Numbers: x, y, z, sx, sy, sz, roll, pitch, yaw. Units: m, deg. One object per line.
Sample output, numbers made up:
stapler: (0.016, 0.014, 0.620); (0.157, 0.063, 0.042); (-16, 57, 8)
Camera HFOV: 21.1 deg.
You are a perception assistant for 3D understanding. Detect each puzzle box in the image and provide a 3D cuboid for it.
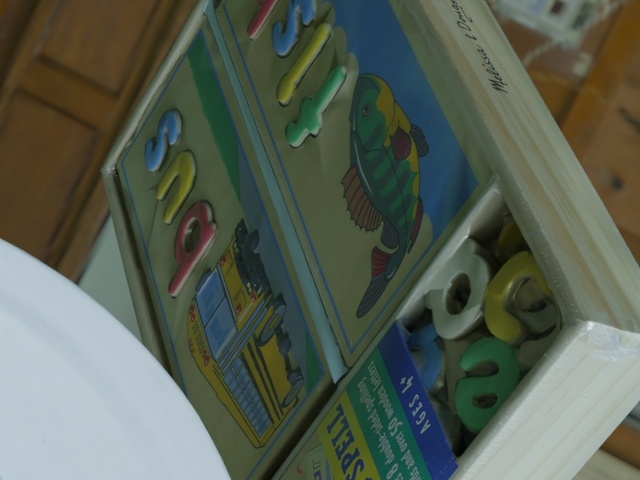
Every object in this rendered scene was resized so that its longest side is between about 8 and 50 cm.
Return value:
puzzle box: (0.000, 0.000, 0.837); (0.272, 0.052, 0.409); (-57, -145, 29)

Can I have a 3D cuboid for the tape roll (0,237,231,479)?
tape roll: (-0.165, 0.125, 0.513); (0.286, 0.286, 0.100); (-55, 179, -34)
